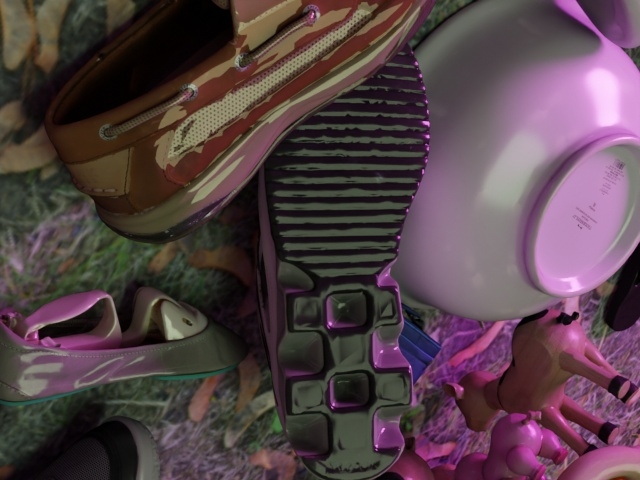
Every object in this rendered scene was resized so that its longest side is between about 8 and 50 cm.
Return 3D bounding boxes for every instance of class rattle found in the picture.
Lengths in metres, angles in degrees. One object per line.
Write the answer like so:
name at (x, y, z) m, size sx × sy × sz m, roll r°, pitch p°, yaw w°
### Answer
rattle at (0.197, 0.241, 1.072) m, size 0.199 × 0.143 × 0.130 m, roll -27°, pitch 112°, yaw -14°

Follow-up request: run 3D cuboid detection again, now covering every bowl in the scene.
bowl at (0.178, -0.045, 1.045) m, size 0.297 × 0.134 × 0.298 m, roll -22°, pitch 130°, yaw -29°

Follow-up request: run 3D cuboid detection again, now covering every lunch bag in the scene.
lunch bag at (0.055, 0.082, 1.067) m, size 0.065 × 0.067 × 0.098 m, roll -53°, pitch 139°, yaw 1°

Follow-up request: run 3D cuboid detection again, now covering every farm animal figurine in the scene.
farm animal figurine at (0.129, 0.226, 1.167) m, size 0.330 × 0.172 × 0.327 m, roll -47°, pitch 151°, yaw -11°

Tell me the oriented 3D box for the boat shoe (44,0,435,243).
boat shoe at (-0.038, -0.143, 0.803) m, size 0.324 × 0.122 × 0.120 m, roll -48°, pitch 134°, yaw -7°

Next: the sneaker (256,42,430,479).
sneaker at (0.000, 0.000, 0.949) m, size 0.122 × 0.146 × 0.331 m, roll 4°, pitch 93°, yaw -15°

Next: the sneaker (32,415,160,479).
sneaker at (-0.233, 0.220, 0.881) m, size 0.268 × 0.101 × 0.153 m, roll -50°, pitch 140°, yaw 1°

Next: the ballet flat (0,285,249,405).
ballet flat at (-0.134, 0.066, 0.892) m, size 0.213 × 0.072 × 0.068 m, roll -6°, pitch 112°, yaw -39°

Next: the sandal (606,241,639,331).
sandal at (0.342, 0.018, 1.295) m, size 0.067 × 0.040 × 0.179 m, roll -4°, pitch 119°, yaw -39°

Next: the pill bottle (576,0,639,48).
pill bottle at (0.302, -0.262, 0.962) m, size 0.245 × 0.136 × 0.136 m, roll -31°, pitch 135°, yaw 1°
